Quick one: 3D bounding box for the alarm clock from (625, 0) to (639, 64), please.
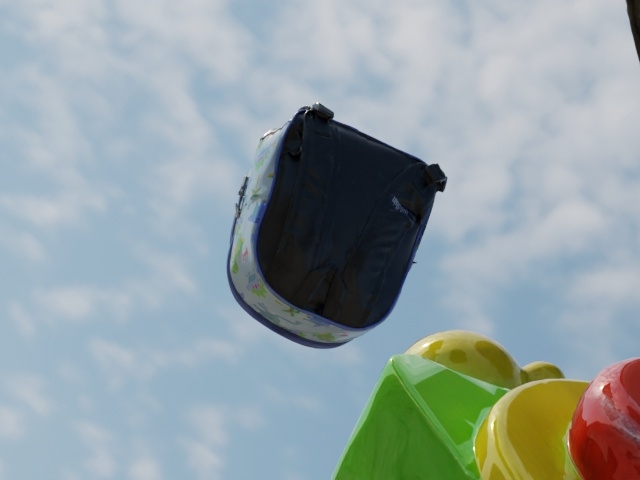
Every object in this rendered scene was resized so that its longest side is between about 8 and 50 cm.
[{"bbox_3d":[0.142,-0.064,0.628,0.192,0.064,0.129,89,-13,-58],"label":"alarm clock"}]

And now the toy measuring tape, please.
[{"bbox_3d":[0.105,0.123,0.441,0.330,0.121,0.121,54,-13,50],"label":"toy measuring tape"}]

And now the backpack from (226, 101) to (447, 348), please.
[{"bbox_3d":[0.000,0.000,1.068,0.105,0.114,0.084,26,-27,-17],"label":"backpack"}]
